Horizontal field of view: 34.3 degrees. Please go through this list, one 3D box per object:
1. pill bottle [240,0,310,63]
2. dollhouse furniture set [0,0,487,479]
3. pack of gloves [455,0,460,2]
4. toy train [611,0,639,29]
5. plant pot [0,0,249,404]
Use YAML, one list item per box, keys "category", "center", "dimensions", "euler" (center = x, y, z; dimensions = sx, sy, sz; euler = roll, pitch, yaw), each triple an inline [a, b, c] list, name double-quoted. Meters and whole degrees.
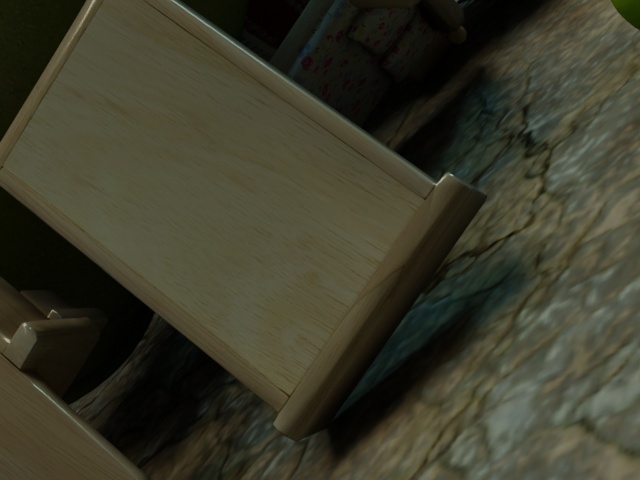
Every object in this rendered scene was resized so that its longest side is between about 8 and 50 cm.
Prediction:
- category: "pill bottle"
  center: [0.037, -0.268, 0.733]
  dimensions: [0.392, 0.224, 0.224]
  euler: [-16, 29, 36]
- category: "dollhouse furniture set"
  center: [0.000, 0.000, 0.563]
  dimensions: [0.303, 0.174, 0.355]
  euler: [-55, -16, 8]
- category: "pack of gloves"
  center: [0.138, -0.288, 0.962]
  dimensions: [0.232, 0.046, 0.195]
  euler: [-51, 15, -22]
- category: "toy train"
  center: [0.150, -0.115, 0.364]
  dimensions: [0.248, 0.105, 0.143]
  euler: [-51, 6, -25]
- category: "plant pot"
  center: [-0.193, -0.135, 0.593]
  dimensions: [0.353, 0.366, 0.366]
  euler: [-51, 7, 39]
